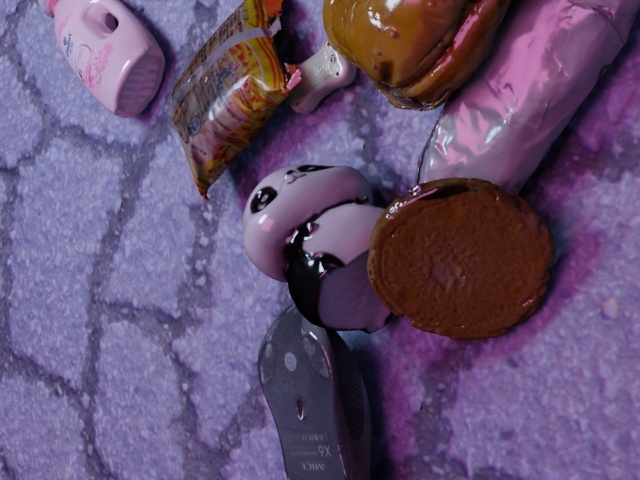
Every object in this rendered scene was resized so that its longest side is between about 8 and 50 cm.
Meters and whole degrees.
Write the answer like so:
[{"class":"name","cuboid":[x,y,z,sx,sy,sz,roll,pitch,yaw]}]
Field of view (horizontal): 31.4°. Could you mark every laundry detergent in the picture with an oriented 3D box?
[{"class":"laundry detergent","cuboid":[-0.384,-0.351,1.942,0.335,0.088,0.159,48,116,35]}]

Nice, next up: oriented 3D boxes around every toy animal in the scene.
[{"class":"toy animal","cuboid":[0.002,-0.003,1.483,0.235,0.187,0.165,48,155,34]}]

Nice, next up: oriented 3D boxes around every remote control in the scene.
[{"class":"remote control","cuboid":[0.000,-0.232,1.598,0.122,0.032,0.074,-29,68,39]}]

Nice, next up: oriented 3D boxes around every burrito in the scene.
[{"class":"burrito","cuboid":[0.211,-0.138,1.338,0.139,0.101,0.445,40,116,19]}]

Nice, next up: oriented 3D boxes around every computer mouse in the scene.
[{"class":"computer mouse","cuboid":[0.011,0.269,1.524,0.167,0.090,0.379,-8,90,52]}]

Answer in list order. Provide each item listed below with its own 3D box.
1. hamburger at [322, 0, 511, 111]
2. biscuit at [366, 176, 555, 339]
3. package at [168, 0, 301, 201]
[{"class":"hamburger","cuboid":[0.117,-0.304,1.353,0.318,0.158,0.318,-48,33,46]},{"class":"biscuit","cuboid":[0.165,0.023,1.342,0.226,0.042,0.226,6,118,10]},{"class":"package","cuboid":[-0.137,-0.216,1.665,0.288,0.108,0.223,-50,42,34]}]
